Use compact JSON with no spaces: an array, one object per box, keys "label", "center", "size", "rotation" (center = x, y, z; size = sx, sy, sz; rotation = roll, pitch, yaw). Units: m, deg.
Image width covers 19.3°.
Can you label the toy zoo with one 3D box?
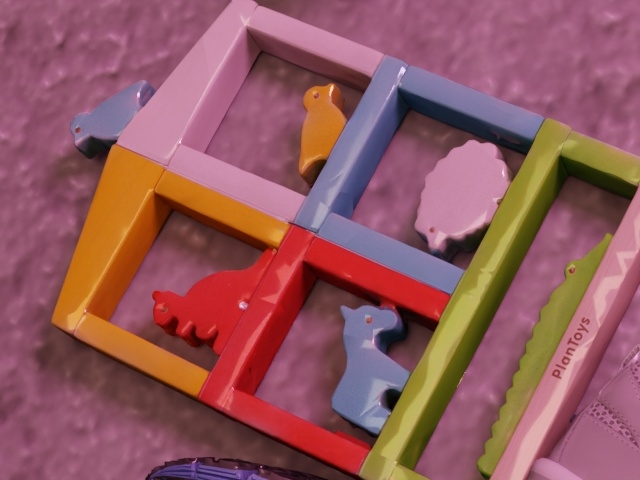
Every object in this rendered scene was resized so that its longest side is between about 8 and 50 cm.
[{"label":"toy zoo","center":[0.000,0.000,0.900],"size":[0.293,0.030,0.192],"rotation":[23,79,24]}]

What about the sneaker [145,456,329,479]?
[{"label":"sneaker","center":[0.009,0.156,0.815],"size":[0.221,0.083,0.087],"rotation":[22,86,27]}]

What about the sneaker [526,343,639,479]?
[{"label":"sneaker","center":[0.212,0.128,0.744],"size":[0.281,0.105,0.115],"rotation":[25,80,24]}]
